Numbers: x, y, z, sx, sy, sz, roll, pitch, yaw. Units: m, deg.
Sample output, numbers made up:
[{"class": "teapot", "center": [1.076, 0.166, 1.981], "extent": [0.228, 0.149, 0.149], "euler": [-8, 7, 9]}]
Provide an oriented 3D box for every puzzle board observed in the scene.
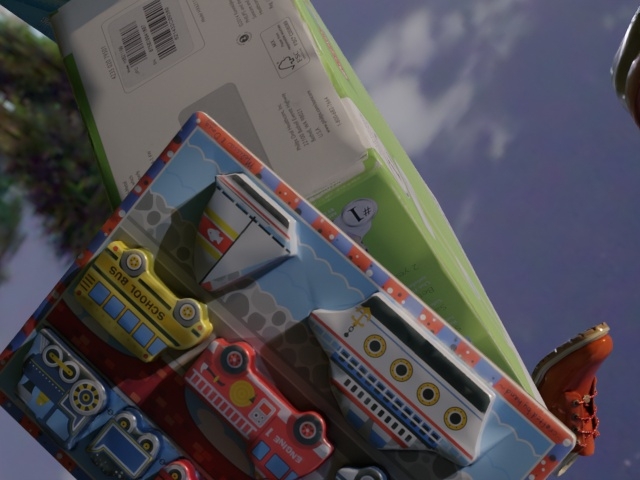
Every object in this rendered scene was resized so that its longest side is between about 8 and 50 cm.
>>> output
[{"class": "puzzle board", "center": [-0.015, 0.043, 0.369], "extent": [0.096, 0.128, 0.011], "euler": [-51, 169, 11]}]

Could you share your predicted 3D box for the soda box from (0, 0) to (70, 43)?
[{"class": "soda box", "center": [-0.201, -0.203, 0.977], "extent": [0.067, 0.210, 0.071], "euler": [-49, -166, 32]}]

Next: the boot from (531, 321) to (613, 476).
[{"class": "boot", "center": [0.215, 0.135, 1.226], "extent": [0.059, 0.084, 0.158], "euler": [-21, 152, -38]}]

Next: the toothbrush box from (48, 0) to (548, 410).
[{"class": "toothbrush box", "center": [0.000, 0.000, 0.755], "extent": [0.122, 0.283, 0.206], "euler": [-31, -130, 8]}]

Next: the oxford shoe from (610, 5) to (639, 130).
[{"class": "oxford shoe", "center": [0.345, -0.244, 1.157], "extent": [0.348, 0.123, 0.130], "euler": [-51, -156, 14]}]
